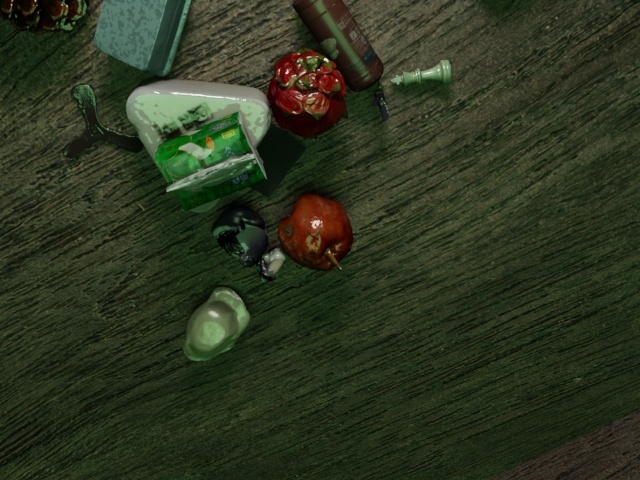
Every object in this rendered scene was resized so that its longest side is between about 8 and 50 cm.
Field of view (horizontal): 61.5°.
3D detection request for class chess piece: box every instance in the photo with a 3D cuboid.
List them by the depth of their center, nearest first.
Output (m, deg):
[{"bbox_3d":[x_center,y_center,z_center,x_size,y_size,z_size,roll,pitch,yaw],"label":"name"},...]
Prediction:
[{"bbox_3d":[0.251,-0.413,1.358,0.149,0.059,0.059,-10,119,5],"label":"chess piece"}]

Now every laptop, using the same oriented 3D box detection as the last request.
[{"bbox_3d":[-0.136,-0.209,1.426,0.129,0.016,0.180,27,113,-32],"label":"laptop"}]

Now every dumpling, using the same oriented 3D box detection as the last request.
[{"bbox_3d":[-0.313,0.261,1.605,0.162,0.132,0.250,30,95,-12],"label":"dumpling"}]

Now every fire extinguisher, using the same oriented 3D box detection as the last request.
[{"bbox_3d":[0.070,-0.434,1.274,0.102,0.138,0.344,-25,119,28],"label":"fire extinguisher"}]

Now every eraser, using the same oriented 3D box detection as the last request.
[{"bbox_3d":[-0.318,-0.270,1.305,0.332,0.150,0.331,-3,117,-5],"label":"eraser"}]

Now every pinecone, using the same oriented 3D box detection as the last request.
[{"bbox_3d":[-0.593,-0.533,1.101,0.222,0.221,0.221,-3,118,-6],"label":"pinecone"}]

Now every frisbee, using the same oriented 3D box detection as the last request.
[{"bbox_3d":[-0.577,-0.270,1.351,0.187,0.012,0.211,-32,117,11],"label":"frisbee"}]

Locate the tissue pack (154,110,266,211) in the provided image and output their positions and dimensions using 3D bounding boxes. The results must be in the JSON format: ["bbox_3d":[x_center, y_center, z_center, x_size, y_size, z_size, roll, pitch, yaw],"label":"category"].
[{"bbox_3d":[-0.244,-0.167,1.204,0.209,0.156,0.148,-22,122,1],"label":"tissue pack"}]

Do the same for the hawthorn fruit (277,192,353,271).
[{"bbox_3d":[0.000,0.000,1.430,0.208,0.243,0.207,-14,129,-18],"label":"hawthorn fruit"}]

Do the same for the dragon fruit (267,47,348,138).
[{"bbox_3d":[-0.028,-0.335,1.271,0.192,0.274,0.193,30,77,10],"label":"dragon fruit"}]

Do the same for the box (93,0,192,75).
[{"bbox_3d":[-0.394,-0.489,1.189,0.162,0.130,0.227,25,114,-3],"label":"box"}]

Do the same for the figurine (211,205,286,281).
[{"bbox_3d":[-0.190,0.005,1.469,0.145,0.145,0.222,-43,109,15],"label":"figurine"}]
